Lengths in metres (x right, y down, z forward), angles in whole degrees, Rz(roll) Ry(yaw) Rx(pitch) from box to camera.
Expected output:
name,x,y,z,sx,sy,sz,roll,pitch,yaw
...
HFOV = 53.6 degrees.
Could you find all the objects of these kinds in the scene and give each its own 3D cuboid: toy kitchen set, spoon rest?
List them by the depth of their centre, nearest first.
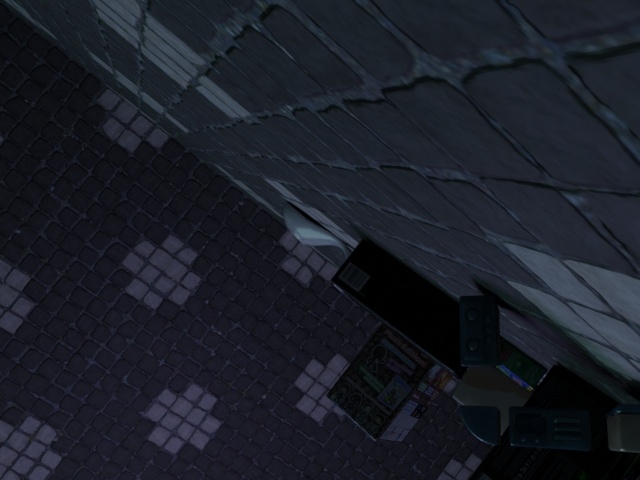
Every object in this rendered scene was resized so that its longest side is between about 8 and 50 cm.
name,x,y,z,sx,sy,sz,roll,pitch,yaw
toy kitchen set,0.256,0.140,0.687,0.207,0.166,0.122,-2,163,18
spoon rest,0.000,0.000,1.538,0.276,0.084,0.137,51,-177,32

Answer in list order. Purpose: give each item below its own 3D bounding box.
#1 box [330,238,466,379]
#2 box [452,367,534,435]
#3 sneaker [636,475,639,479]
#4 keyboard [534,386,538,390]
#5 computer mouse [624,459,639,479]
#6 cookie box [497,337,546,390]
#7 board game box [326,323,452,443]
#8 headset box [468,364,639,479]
name,x,y,z,sx,sy,sz,roll,pitch,yaw
box,0.165,0.127,1.135,0.261,0.103,0.184,36,173,21
box,0.463,0.400,1.433,0.148,0.121,0.311,32,179,-32
sneaker,0.625,0.500,1.269,0.232,0.115,0.090,37,177,6
keyboard,0.431,0.299,1.505,0.072,0.014,0.256,33,179,-28
computer mouse,0.559,0.442,1.213,0.071,0.041,0.242,49,160,31
cookie box,0.322,0.205,1.069,0.107,0.040,0.092,36,176,21
board game box,0.184,0.279,1.372,0.141,0.291,0.232,37,176,27
headset box,0.348,0.346,0.936,0.131,0.246,0.283,36,176,36
